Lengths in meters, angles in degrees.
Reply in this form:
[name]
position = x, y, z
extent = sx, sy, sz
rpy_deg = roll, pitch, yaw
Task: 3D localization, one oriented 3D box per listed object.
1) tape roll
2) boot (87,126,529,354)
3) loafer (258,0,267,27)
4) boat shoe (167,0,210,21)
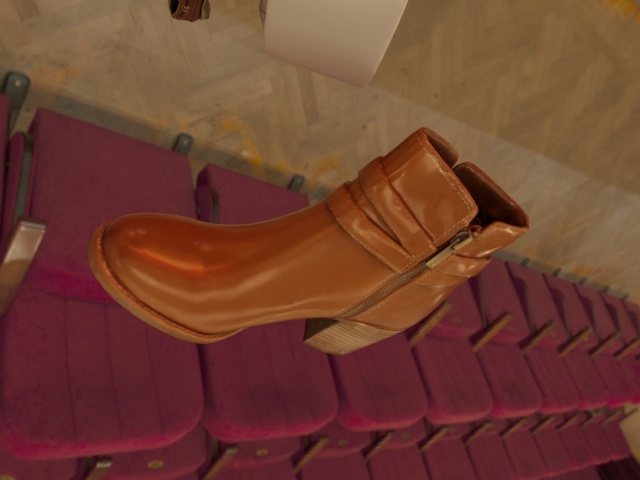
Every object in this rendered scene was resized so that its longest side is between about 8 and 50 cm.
[tape roll]
position = 0.038, -0.283, 0.449
extent = 0.100, 0.286, 0.286
rpy_deg = 18, 128, -5
[boot]
position = 0.000, 0.000, 0.397
extent = 0.283, 0.109, 0.220
rpy_deg = 26, 132, -29
[loafer]
position = -0.011, -0.520, 0.998
extent = 0.320, 0.112, 0.111
rpy_deg = -61, 162, -23
[boat shoe]
position = -0.330, -0.634, 1.296
extent = 0.104, 0.111, 0.307
rpy_deg = -16, 170, -14
